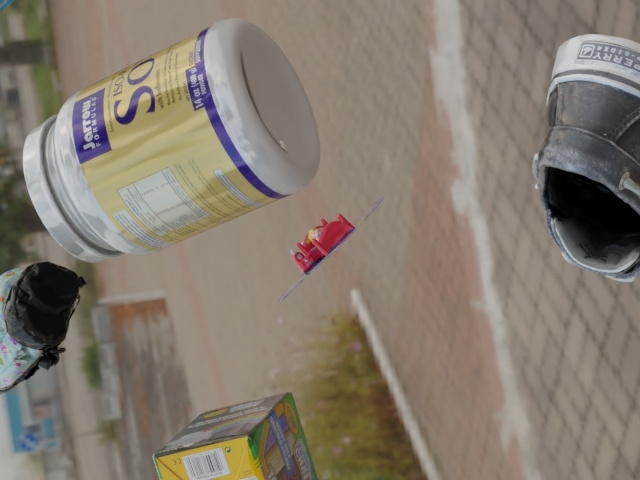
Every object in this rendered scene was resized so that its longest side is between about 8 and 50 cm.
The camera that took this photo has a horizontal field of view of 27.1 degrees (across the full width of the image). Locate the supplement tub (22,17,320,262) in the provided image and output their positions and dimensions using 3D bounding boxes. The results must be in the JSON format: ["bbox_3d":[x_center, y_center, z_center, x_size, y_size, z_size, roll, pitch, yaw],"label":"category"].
[{"bbox_3d":[-0.194,-0.122,1.736,0.241,0.331,0.241,51,-154,-37],"label":"supplement tub"}]

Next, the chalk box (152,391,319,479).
[{"bbox_3d":[-0.091,0.274,1.624,0.213,0.132,0.132,-32,-74,-70],"label":"chalk box"}]

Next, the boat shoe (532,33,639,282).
[{"bbox_3d":[0.195,-0.022,0.880,0.102,0.108,0.301,-68,-21,-13],"label":"boat shoe"}]

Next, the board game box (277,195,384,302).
[{"bbox_3d":[0.000,0.000,1.495,0.033,0.133,0.169,45,122,-2],"label":"board game box"}]

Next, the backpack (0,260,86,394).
[{"bbox_3d":[-0.403,0.116,1.737,0.182,0.115,0.152,-38,23,35],"label":"backpack"}]

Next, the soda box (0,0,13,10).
[{"bbox_3d":[-0.411,-0.306,1.469,0.210,0.071,0.067,16,140,38],"label":"soda box"}]
